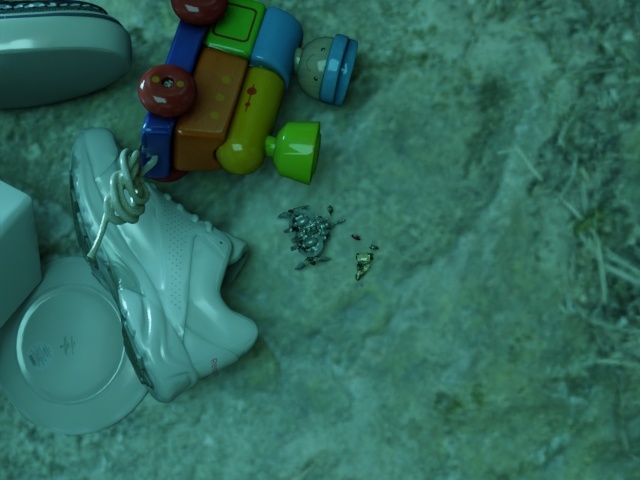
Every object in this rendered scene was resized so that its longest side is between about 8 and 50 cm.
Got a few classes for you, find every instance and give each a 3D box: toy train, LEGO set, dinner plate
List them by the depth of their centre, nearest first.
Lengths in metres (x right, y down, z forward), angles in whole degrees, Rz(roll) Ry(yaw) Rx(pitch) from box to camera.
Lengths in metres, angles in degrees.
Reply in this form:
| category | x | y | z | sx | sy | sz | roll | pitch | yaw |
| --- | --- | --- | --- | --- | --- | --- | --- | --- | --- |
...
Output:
| category | x | y | z | sx | sy | sz | roll | pitch | yaw |
| --- | --- | --- | --- | --- | --- | --- | --- | --- | --- |
| toy train | -0.064 | -0.070 | 1.169 | 0.143 | 0.105 | 0.248 | 13 | 58 | 2 |
| LEGO set | 0.002 | -0.002 | 1.214 | 0.083 | 0.023 | 0.054 | 9 | 84 | 15 |
| dinner plate | -0.194 | 0.081 | 1.255 | 0.141 | 0.017 | 0.141 | -2 | 81 | 15 |

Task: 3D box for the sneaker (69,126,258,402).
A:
| category | x | y | z | sx | sy | sz | roll | pitch | yaw |
| --- | --- | --- | --- | --- | --- | --- | --- | --- | --- |
| sneaker | -0.117 | 0.008 | 1.222 | 0.115 | 0.090 | 0.232 | -19 | 69 | -16 |

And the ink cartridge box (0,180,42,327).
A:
| category | x | y | z | sx | sy | sz | roll | pitch | yaw |
| --- | --- | --- | --- | --- | --- | --- | --- | --- | --- |
| ink cartridge box | -0.362 | 0.045 | 1.175 | 0.197 | 0.114 | 0.273 | 27 | 54 | 13 |

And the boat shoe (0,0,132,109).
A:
| category | x | y | z | sx | sy | sz | roll | pitch | yaw |
| --- | --- | --- | --- | --- | --- | --- | --- | --- | --- |
| boat shoe | -0.313 | -0.188 | 1.267 | 0.340 | 0.127 | 0.158 | -5 | 75 | 12 |
